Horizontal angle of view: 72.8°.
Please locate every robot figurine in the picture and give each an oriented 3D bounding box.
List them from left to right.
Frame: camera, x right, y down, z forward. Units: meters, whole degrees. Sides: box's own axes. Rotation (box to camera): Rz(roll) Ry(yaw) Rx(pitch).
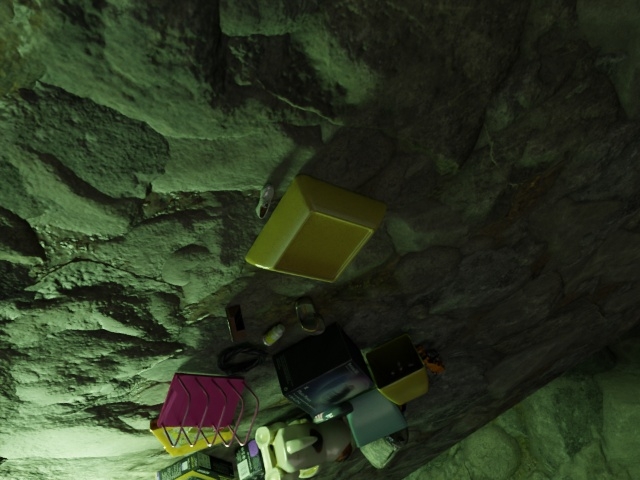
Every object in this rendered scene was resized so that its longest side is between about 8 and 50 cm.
[{"bbox_3d":[0.481,0.589,2.055,0.211,0.085,0.291,-34,137,10],"label":"robot figurine"}]

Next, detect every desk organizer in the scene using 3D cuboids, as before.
[{"bbox_3d":[-0.280,0.274,1.438,0.050,0.047,0.130,-13,136,-15],"label":"desk organizer"}]

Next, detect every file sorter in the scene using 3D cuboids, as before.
[{"bbox_3d":[-0.398,0.624,1.577,0.290,0.182,0.202,18,91,-36],"label":"file sorter"}]

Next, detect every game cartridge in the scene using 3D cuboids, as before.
[{"bbox_3d":[-0.534,0.810,1.850,0.285,0.053,0.324,-15,135,-10],"label":"game cartridge"}]

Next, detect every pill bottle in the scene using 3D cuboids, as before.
[{"bbox_3d":[-0.165,0.335,1.550,0.043,0.043,0.083,28,117,-40],"label":"pill bottle"}]

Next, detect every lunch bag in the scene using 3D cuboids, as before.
[{"bbox_3d":[0.331,1.019,2.287,0.212,0.256,0.305,-1,132,-23],"label":"lunch bag"}]

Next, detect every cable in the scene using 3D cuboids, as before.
[{"bbox_3d":[-0.284,0.435,1.602,0.184,0.047,0.151,-16,132,-5],"label":"cable"}]

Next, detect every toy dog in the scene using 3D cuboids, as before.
[{"bbox_3d":[-0.050,0.946,2.053,0.407,0.285,0.395,4,133,-35],"label":"toy dog"}]

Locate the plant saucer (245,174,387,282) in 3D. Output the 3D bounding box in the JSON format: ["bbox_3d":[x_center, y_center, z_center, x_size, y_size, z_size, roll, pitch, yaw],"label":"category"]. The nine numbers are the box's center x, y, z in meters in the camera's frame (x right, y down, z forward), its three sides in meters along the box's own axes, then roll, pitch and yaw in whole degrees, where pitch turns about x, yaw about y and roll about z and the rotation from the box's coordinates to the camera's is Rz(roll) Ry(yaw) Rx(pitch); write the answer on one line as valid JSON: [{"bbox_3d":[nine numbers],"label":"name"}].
[{"bbox_3d":[0.000,0.000,1.269,0.332,0.081,0.333,14,124,-34],"label":"plant saucer"}]

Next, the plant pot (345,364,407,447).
[{"bbox_3d":[0.209,0.715,1.954,0.247,0.247,0.252,-24,121,0],"label":"plant pot"}]

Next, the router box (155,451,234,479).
[{"bbox_3d":[-0.611,1.157,2.134,0.242,0.081,0.309,-30,137,6],"label":"router box"}]

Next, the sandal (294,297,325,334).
[{"bbox_3d":[-0.034,0.284,1.546,0.089,0.060,0.219,-20,137,-5],"label":"sandal"}]

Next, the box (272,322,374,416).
[{"bbox_3d":[0.017,0.517,1.712,0.294,0.183,0.296,-30,137,4],"label":"box"}]

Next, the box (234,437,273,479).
[{"bbox_3d":[-0.279,1.116,2.178,0.143,0.165,0.270,-37,135,13],"label":"box"}]

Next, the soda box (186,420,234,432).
[{"bbox_3d":[-0.440,0.727,1.733,0.181,0.058,0.061,18,123,-36],"label":"soda box"}]

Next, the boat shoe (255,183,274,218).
[{"bbox_3d":[-0.144,-0.100,1.137,0.035,0.035,0.100,7,129,-29],"label":"boat shoe"}]

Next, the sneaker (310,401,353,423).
[{"bbox_3d":[0.032,0.713,1.886,0.112,0.131,0.319,0,153,-30],"label":"sneaker"}]

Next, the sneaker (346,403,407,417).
[{"bbox_3d":[0.276,0.843,2.144,0.321,0.180,0.125,-22,137,-2],"label":"sneaker"}]

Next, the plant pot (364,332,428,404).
[{"bbox_3d":[0.343,0.565,1.841,0.212,0.212,0.187,-28,119,4],"label":"plant pot"}]
